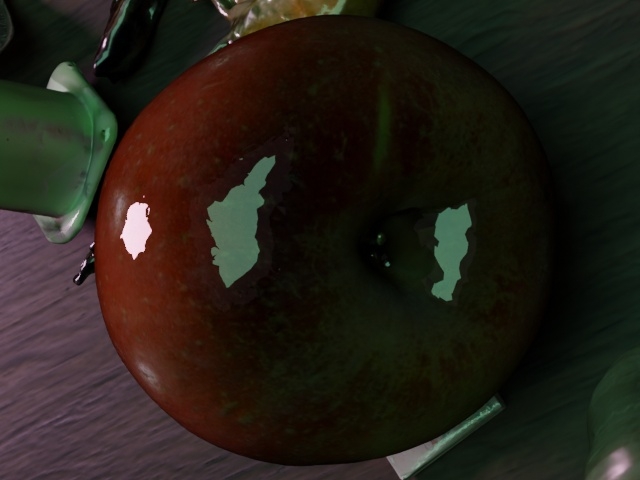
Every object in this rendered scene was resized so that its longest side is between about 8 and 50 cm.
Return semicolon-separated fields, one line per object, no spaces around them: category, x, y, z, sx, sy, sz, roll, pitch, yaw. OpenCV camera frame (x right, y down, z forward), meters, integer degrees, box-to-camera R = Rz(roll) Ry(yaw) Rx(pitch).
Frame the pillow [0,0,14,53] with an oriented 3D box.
pillow;-0.393;-0.166;1.583;0.233;0.038;0.130;-28;48;5

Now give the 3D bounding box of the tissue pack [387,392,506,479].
tissue pack;0.095;0.144;1.362;0.108;0.023;0.056;-38;70;17

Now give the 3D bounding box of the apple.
apple;0.000;0.000;1.267;0.277;0.349;0.348;-173;93;-68

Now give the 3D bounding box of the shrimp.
shrimp;-0.114;-0.157;1.467;0.272;0.085;0.445;39;102;31

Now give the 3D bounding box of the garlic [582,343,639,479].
garlic;0.263;0.193;1.208;0.218;0.219;0.212;59;138;19

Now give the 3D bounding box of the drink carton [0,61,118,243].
drink carton;-0.284;-0.083;1.473;0.146;0.142;0.144;47;121;46
